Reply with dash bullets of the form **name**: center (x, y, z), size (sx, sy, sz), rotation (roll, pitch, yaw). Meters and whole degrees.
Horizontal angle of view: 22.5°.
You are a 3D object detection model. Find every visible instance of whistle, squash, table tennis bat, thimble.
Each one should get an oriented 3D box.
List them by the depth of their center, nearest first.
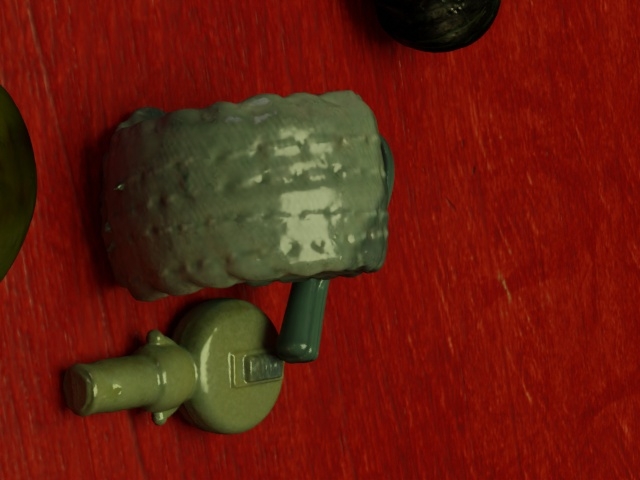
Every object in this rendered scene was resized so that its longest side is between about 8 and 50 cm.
- **thimble**: center (-0.068, -0.042, 1.382), size (0.205, 0.250, 0.172), rotation (12, 71, -85)
- **whistle**: center (-0.117, 0.117, 1.439), size (0.258, 0.067, 0.126), rotation (-4, 91, -47)
- **table tennis bat**: center (0.000, 0.000, 1.502), size (0.040, 0.153, 0.244), rotation (32, 60, -40)
- **squash**: center (0.117, -0.291, 1.654), size (0.193, 0.156, 0.193), rotation (40, 39, -43)

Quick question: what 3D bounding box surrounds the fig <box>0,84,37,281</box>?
- **fig**: center (-0.295, -0.026, 1.126), size (0.207, 0.207, 0.230), rotation (-24, 107, -47)
